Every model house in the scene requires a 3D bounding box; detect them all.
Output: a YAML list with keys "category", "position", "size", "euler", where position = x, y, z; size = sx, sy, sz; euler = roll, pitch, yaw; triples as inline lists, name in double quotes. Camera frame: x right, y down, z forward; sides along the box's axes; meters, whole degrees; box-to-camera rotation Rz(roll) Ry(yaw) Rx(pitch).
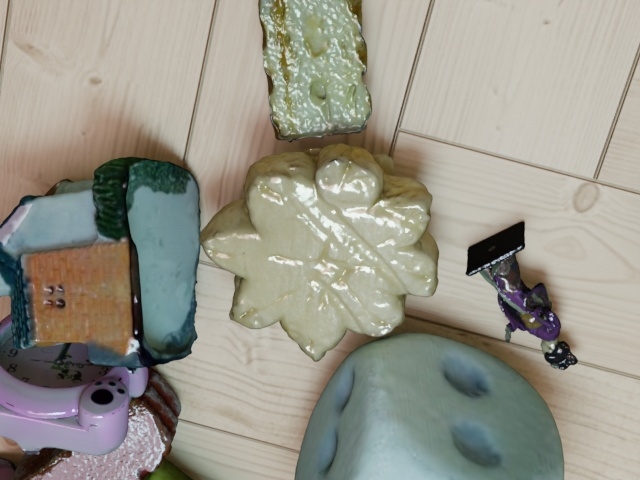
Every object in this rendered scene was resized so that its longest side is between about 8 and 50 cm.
- category: "model house"
  position: [-0.312, 0.031, 1.752]
  size: [0.291, 0.184, 0.253]
  euler: [-3, 89, 17]

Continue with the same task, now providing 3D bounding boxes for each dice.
- category: "dice"
  position: [0.129, 0.295, 1.755]
  size: [0.265, 0.262, 0.268]
  euler: [16, 128, -15]

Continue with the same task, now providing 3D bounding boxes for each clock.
- category: "clock"
  position: [-0.334, 0.162, 1.795]
  size: [0.228, 0.248, 0.090]
  euler: [11, 123, 3]

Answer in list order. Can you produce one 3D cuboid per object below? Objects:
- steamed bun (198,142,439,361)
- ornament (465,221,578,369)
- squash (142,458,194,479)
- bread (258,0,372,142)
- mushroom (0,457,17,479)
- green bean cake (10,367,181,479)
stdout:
- category: "steamed bun"
  position: [0.000, 0.000, 1.740]
  size: [0.292, 0.137, 0.295]
  euler: [-1, 123, 4]
- category: "ornament"
  position: [0.255, 0.087, 1.770]
  size: [0.081, 0.088, 0.203]
  euler: [-20, 112, 18]
- category: "squash"
  position: [-0.184, 0.456, 1.934]
  size: [0.210, 0.234, 0.309]
  euler: [-46, 105, -11]
- category: "bread"
  position: [-0.003, -0.225, 1.664]
  size: [0.128, 0.088, 0.232]
  euler: [3, 122, 17]
- category: "mushroom"
  position: [-0.495, 0.383, 1.990]
  size: [0.188, 0.141, 0.117]
  euler: [-14, 134, 17]
- category: "green bean cake"
  position: [-0.298, 0.284, 1.880]
  size: [0.233, 0.198, 0.097]
  euler: [-32, 108, 15]
